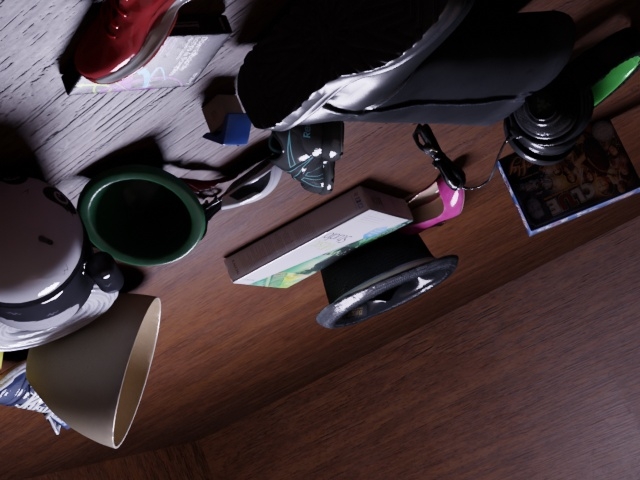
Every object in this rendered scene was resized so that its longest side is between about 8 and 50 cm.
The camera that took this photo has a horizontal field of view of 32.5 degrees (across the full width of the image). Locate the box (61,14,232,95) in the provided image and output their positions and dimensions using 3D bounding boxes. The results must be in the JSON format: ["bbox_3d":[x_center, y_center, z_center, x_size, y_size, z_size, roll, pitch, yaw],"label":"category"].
[{"bbox_3d":[-0.191,-0.205,1.213,0.162,0.029,0.116,-13,163,-36],"label":"box"}]

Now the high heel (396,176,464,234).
[{"bbox_3d":[0.209,-0.074,2.195,0.117,0.082,0.244,-9,167,-12],"label":"high heel"}]

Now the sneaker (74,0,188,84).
[{"bbox_3d":[-0.188,-0.242,1.025,0.221,0.087,0.128,-42,150,23],"label":"sneaker"}]

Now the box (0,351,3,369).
[{"bbox_3d":[-0.620,0.213,1.972,0.087,0.058,0.232,-45,177,-29],"label":"box"}]

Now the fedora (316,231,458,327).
[{"bbox_3d":[0.123,0.060,2.360,0.334,0.152,0.334,-24,166,-6],"label":"fedora"}]

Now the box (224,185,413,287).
[{"bbox_3d":[0.000,0.000,2.162,0.322,0.058,0.232,-27,164,22],"label":"box"}]

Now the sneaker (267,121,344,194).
[{"bbox_3d":[-0.024,-0.139,1.615,0.106,0.101,0.267,2,164,-3],"label":"sneaker"}]

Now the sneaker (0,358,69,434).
[{"bbox_3d":[-0.559,0.317,2.191,0.099,0.153,0.282,-34,175,13],"label":"sneaker"}]

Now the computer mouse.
[{"bbox_3d":[-0.122,-0.069,1.702,0.193,0.042,0.106,-32,-164,29],"label":"computer mouse"}]

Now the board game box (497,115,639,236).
[{"bbox_3d":[0.502,-0.129,2.214,0.243,0.165,0.042,-23,165,-1],"label":"board game box"}]

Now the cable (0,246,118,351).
[{"bbox_3d":[-0.457,0.095,1.775,0.257,0.089,0.257,-23,165,5],"label":"cable"}]

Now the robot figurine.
[{"bbox_3d":[-0.388,0.019,1.454,0.209,0.173,0.278,-23,166,-11],"label":"robot figurine"}]

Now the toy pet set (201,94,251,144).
[{"bbox_3d":[-0.091,-0.159,1.447,0.114,0.065,0.122,-6,158,-46],"label":"toy pet set"}]

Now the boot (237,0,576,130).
[{"bbox_3d":[0.174,-0.245,1.350,0.445,0.146,0.367,-4,167,-41],"label":"boot"}]

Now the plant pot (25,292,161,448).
[{"bbox_3d":[-0.423,0.216,2.000,0.191,0.284,0.284,15,162,0],"label":"plant pot"}]

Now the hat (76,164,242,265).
[{"bbox_3d":[-0.246,-0.080,1.603,0.173,0.183,0.208,-27,126,19],"label":"hat"}]

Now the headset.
[{"bbox_3d":[0.353,-0.226,1.801,0.394,0.185,0.243,-38,169,0],"label":"headset"}]
